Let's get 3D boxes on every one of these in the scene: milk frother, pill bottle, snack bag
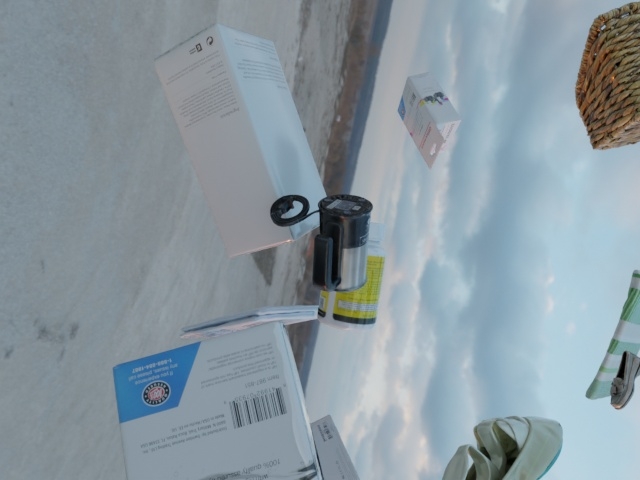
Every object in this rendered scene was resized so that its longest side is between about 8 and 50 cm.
[{"bbox_3d":[0.000,0.000,0.669,0.129,0.143,0.135,-24,127,-39],"label":"milk frother"},{"bbox_3d":[0.065,0.064,0.834,0.119,0.119,0.209,-53,151,-86],"label":"pill bottle"},{"bbox_3d":[-0.121,0.201,1.051,0.323,0.342,0.037,-21,-108,40],"label":"snack bag"}]

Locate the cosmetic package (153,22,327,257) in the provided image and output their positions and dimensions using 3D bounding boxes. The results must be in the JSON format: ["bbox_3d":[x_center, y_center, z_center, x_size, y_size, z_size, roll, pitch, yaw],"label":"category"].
[{"bbox_3d":[-0.127,-0.176,0.783,0.197,0.155,0.366,-33,107,-64],"label":"cosmetic package"}]

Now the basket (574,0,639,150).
[{"bbox_3d":[0.677,-0.334,0.837,0.213,0.299,0.223,50,24,-79],"label":"basket"}]

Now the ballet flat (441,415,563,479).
[{"bbox_3d":[0.194,0.249,0.467,0.248,0.086,0.086,-24,136,-42],"label":"ballet flat"}]

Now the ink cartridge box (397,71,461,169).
[{"bbox_3d":[0.238,-0.257,0.909,0.104,0.061,0.181,97,-24,-63],"label":"ink cartridge box"}]

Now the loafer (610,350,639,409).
[{"bbox_3d":[0.617,0.284,0.862,0.125,0.039,0.045,-49,171,-19],"label":"loafer"}]

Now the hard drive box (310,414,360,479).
[{"bbox_3d":[-0.042,0.558,0.999,0.089,0.232,0.181,85,-20,-46],"label":"hard drive box"}]

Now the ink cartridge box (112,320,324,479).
[{"bbox_3d":[-0.117,0.288,0.553,0.129,0.223,0.308,92,-17,-73],"label":"ink cartridge box"}]

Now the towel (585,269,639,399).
[{"bbox_3d":[0.765,0.240,1.056,0.038,0.247,0.325,26,-82,47],"label":"towel"}]
